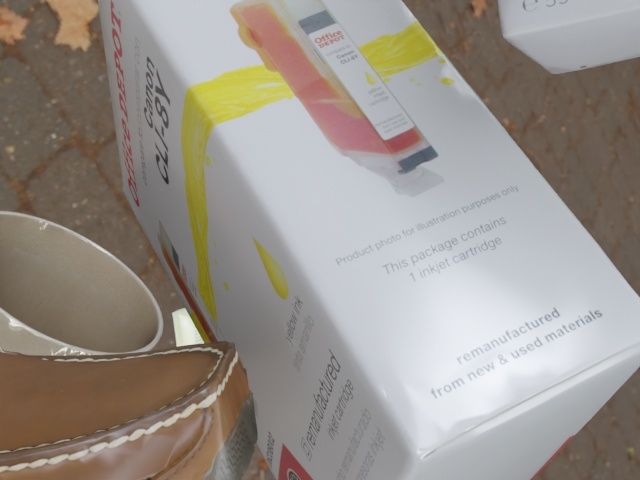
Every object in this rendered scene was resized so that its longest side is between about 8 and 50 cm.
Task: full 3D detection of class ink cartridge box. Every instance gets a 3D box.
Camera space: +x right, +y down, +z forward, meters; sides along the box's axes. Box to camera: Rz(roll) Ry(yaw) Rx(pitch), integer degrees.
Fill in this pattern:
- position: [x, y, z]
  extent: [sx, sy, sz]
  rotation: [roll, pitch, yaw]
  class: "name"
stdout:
- position: [0.000, 0.000, 0.636]
  extent: [0.160, 0.279, 0.385]
  rotation: [-22, 62, -20]
  class: "ink cartridge box"

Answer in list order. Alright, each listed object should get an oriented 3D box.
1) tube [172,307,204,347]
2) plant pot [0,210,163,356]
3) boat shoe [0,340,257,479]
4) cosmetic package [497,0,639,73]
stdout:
- position: [-0.081, 0.085, 1.137]
  extent: [0.240, 0.062, 0.070]
  rotation: [-25, 80, -43]
  class: "tube"
- position: [-0.362, 0.151, 1.109]
  extent: [0.256, 0.274, 0.256]
  rotation: [30, 18, -11]
  class: "plant pot"
- position: [-0.190, 0.079, 0.356]
  extent: [0.122, 0.323, 0.120]
  rotation: [-73, 149, -76]
  class: "boat shoe"
- position: [0.192, -0.218, 0.446]
  extent: [0.138, 0.224, 0.225]
  rotation: [-3, 84, -67]
  class: "cosmetic package"
